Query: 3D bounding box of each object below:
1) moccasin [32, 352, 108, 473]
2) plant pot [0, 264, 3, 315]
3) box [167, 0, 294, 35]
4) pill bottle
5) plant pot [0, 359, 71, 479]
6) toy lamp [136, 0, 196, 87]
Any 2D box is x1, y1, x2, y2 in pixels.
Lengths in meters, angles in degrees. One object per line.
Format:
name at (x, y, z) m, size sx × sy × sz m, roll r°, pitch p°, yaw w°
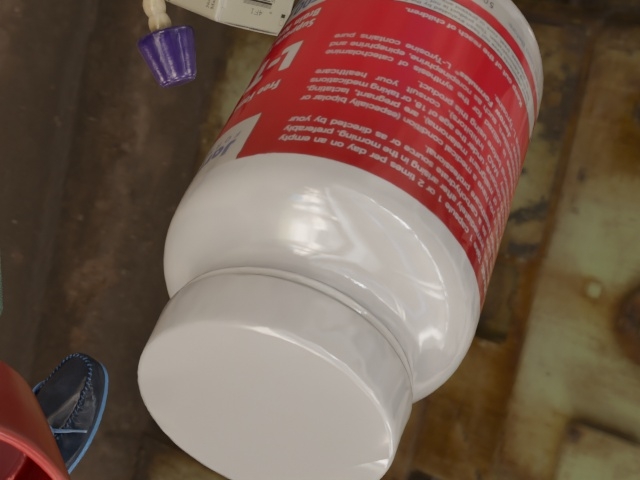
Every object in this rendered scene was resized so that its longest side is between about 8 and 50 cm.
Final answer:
moccasin at (-0.441, 0.319, 1.765) m, size 0.117 × 0.138 × 0.342 m, roll 43°, pitch 69°, yaw -47°
plant pot at (-0.325, 0.015, 0.782) m, size 0.234 × 0.166 × 0.165 m, roll -7°, pitch 95°, yaw -70°
box at (-0.139, -0.304, 1.231) m, size 0.094 × 0.275 × 0.113 m, roll 3°, pitch 107°, yaw -43°
pill bottle at (0.023, -0.022, 0.874) m, size 0.407 × 0.229 × 0.229 m, roll -66°, pitch 150°, yaw -44°
plant pot at (-0.371, 0.241, 1.152) m, size 0.275 × 0.243 × 0.274 m, roll -4°, pitch 110°, yaw -12°
toy lamp at (-0.222, -0.334, 1.511) m, size 0.080 × 0.080 × 0.274 m, roll -19°, pitch 93°, yaw -50°
